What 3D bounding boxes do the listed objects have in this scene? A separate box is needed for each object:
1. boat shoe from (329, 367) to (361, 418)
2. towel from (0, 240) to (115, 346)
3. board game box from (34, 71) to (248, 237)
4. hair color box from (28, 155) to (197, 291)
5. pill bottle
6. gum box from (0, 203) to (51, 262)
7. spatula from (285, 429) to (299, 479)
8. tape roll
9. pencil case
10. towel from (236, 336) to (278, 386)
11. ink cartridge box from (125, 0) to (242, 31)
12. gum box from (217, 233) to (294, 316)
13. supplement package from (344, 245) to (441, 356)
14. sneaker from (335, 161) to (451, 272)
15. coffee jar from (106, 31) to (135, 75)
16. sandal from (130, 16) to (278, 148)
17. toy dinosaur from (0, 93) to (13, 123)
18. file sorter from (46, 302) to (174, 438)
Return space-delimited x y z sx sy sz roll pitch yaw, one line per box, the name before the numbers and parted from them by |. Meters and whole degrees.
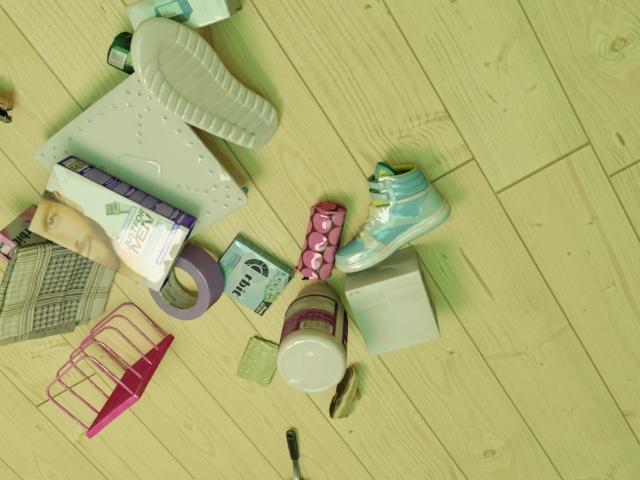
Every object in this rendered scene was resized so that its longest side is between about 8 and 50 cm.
boat shoe | 0.083 0.440 1.898 0.072 0.068 0.190 10 126 -14
towel | -0.670 0.131 1.688 0.056 0.312 0.324 41 117 24
board game box | -0.430 -0.165 1.602 0.390 0.050 0.390 -27 116 27
hair color box | -0.492 -0.039 1.578 0.339 0.110 0.185 27 106 -6
pill bottle | -0.014 0.234 1.671 0.169 0.301 0.169 2 114 3
gum box | -0.743 -0.004 1.673 0.107 0.188 0.062 39 113 -13
spatula | -0.079 0.699 2.040 0.084 0.030 0.296 -3 115 8
tape roll | -0.355 0.110 1.731 0.189 0.080 0.189 10 116 20
pencil case | 0.000 0.000 1.682 0.098 0.095 0.209 20 113 12
towel | -0.174 0.348 1.887 0.110 0.027 0.148 22 114 -6
ink cartridge box | -0.292 -0.505 1.429 0.212 0.154 0.093 -14 113 9
gum box | -0.188 0.094 1.762 0.184 0.041 0.157 34 113 -10
supplement package | 0.186 0.156 1.705 0.194 0.149 0.203 -17 113 11
sneaker | 0.137 -0.072 1.621 0.319 0.127 0.208 -32 111 7
coffee jar | -0.387 -0.404 1.516 0.184 0.096 0.079 25 117 -9
sandal | -0.266 -0.332 1.470 0.169 0.102 0.416 -54 135 -1
toy dinosaur | -0.900 -0.284 1.605 0.322 0.164 0.218 3 103 27
file sorter | -0.562 0.331 1.763 0.202 0.291 0.182 -39 104 19
